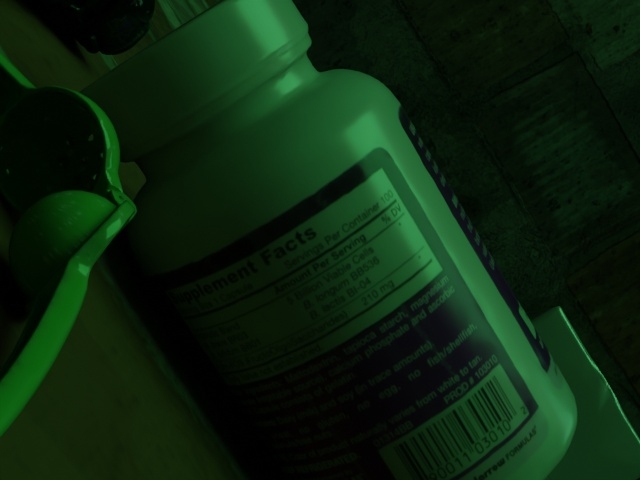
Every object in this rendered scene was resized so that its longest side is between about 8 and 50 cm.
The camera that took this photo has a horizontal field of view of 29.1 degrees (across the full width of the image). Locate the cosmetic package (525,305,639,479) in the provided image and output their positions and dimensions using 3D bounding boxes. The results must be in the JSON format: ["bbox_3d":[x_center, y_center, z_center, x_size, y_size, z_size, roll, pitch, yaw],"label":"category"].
[{"bbox_3d":[0.149,0.166,1.038,0.151,0.184,0.151,60,-5,4],"label":"cosmetic package"}]

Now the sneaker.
[{"bbox_3d":[-0.148,-0.185,0.818,0.283,0.107,0.124,-102,166,-75],"label":"sneaker"}]

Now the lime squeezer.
[{"bbox_3d":[-0.112,-0.026,0.469,0.110,0.059,0.310,54,8,-47],"label":"lime squeezer"}]

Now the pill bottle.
[{"bbox_3d":[0.000,0.014,0.681,0.301,0.169,0.169,58,5,-11],"label":"pill bottle"}]

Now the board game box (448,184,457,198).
[{"bbox_3d":[0.213,0.110,1.550,0.208,0.056,0.347,62,-2,38],"label":"board game box"}]
